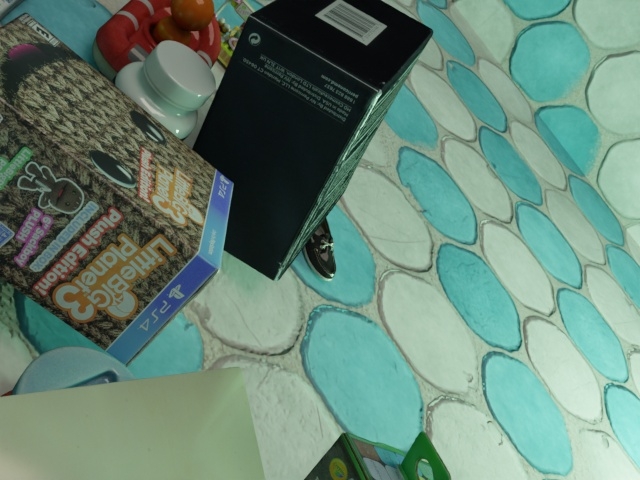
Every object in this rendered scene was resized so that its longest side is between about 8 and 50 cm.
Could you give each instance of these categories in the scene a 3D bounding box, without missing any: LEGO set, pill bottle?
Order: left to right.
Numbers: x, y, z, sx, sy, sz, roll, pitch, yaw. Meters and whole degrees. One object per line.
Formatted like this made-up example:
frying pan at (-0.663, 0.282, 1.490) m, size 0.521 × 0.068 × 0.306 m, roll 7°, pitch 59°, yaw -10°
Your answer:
pill bottle at (-0.208, -0.145, 1.030) m, size 0.108 × 0.180 × 0.108 m, roll 32°, pitch 36°, yaw -26°
LEGO set at (-0.092, -0.319, 1.431) m, size 0.287 × 0.107 × 0.132 m, roll 34°, pitch 35°, yaw -24°

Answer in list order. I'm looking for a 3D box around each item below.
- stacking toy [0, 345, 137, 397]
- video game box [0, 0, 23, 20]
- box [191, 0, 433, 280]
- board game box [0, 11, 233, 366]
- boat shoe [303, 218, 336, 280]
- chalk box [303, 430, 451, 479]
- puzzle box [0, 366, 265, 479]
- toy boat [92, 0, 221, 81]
stacking toy at (-0.165, 0.245, 0.720) m, size 0.280 × 0.130 × 0.308 m, roll 34°, pitch 35°, yaw -24°
video game box at (-0.460, -0.342, 1.051) m, size 0.205 × 0.048 × 0.187 m, roll 40°, pitch 35°, yaw -17°
box at (-0.024, -0.157, 1.141) m, size 0.183 × 0.294 × 0.296 m, roll 30°, pitch 31°, yaw 3°
board game box at (-0.246, -0.059, 0.874) m, size 0.291 × 0.141 × 0.232 m, roll 40°, pitch 17°, yaw -18°
boat shoe at (0.000, 0.000, 1.275) m, size 0.046 × 0.038 × 0.125 m, roll 19°, pitch 43°, yaw -40°
chalk box at (0.057, 0.284, 0.852) m, size 0.132 × 0.213 × 0.132 m, roll 28°, pitch 18°, yaw -32°
puzzle box at (-0.114, 0.299, 0.598) m, size 0.272 × 0.052 × 0.408 m, roll 5°, pitch 68°, yaw -57°
toy boat at (-0.203, -0.291, 1.219) m, size 0.151 × 0.151 × 0.231 m, roll 41°, pitch 33°, yaw -15°
